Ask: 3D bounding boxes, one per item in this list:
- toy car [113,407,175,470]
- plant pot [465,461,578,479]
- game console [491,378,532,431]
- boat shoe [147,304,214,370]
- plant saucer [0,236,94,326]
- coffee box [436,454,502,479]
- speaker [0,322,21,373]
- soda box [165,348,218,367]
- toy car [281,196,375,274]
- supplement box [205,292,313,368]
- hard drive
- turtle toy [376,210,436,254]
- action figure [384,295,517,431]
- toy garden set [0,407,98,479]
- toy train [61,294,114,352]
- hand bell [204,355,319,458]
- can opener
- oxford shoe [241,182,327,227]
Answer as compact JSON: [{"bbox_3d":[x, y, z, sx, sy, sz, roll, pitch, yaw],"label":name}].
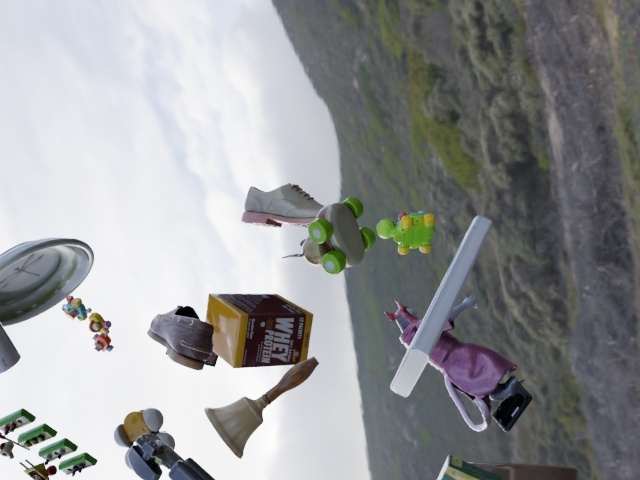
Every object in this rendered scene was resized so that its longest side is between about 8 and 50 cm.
[{"bbox_3d":[-0.517,0.593,2.224,0.182,0.159,0.136,61,-171,9],"label":"toy car"},{"bbox_3d":[0.429,0.605,1.608,0.263,0.263,0.229,51,-141,-69],"label":"plant pot"},{"bbox_3d":[0.526,0.444,1.993,0.071,0.122,0.107,22,-164,-31],"label":"game console"},{"bbox_3d":[-0.203,0.133,1.101,0.207,0.073,0.073,13,85,62],"label":"boat shoe"},{"bbox_3d":[-0.882,0.103,2.221,0.100,0.400,0.400,51,-178,18],"label":"plant saucer"},{"bbox_3d":[0.268,0.518,1.443,0.040,0.113,0.184,-52,-17,-66],"label":"coffee box"},{"bbox_3d":[-0.494,0.128,1.074,0.055,0.055,0.136,-79,-30,-65],"label":"speaker"},{"bbox_3d":[-0.383,0.337,2.232,0.169,0.053,0.060,26,-99,-50],"label":"soda box"},{"bbox_3d":[0.000,0.000,1.678,0.155,0.188,0.149,-35,-74,-46],"label":"toy car"},{"bbox_3d":[-0.153,0.213,1.784,0.191,0.194,0.129,21,106,56],"label":"supplement box"},{"bbox_3d":[0.226,0.123,1.377,0.308,0.040,0.203,-57,-12,-30],"label":"hard drive"},{"bbox_3d":[0.186,-0.024,1.588,0.066,0.130,0.095,-109,18,-54],"label":"turtle toy"},{"bbox_3d":[0.309,0.293,1.875,0.276,0.370,0.248,-49,-17,-31],"label":"action figure"},{"bbox_3d":[-0.719,0.533,1.850,0.244,0.203,0.049,47,-147,-27],"label":"toy garden set"},{"bbox_3d":[-0.570,0.210,1.795,0.166,0.125,0.046,41,-134,-3],"label":"toy train"},{"bbox_3d":[-0.104,0.317,1.506,0.126,0.242,0.126,51,172,11],"label":"hand bell"},{"bbox_3d":[-0.305,0.526,1.613,0.095,0.283,0.076,-60,-24,9],"label":"can opener"},{"bbox_3d":[-0.075,-0.116,2.385,0.140,0.396,0.147,17,-103,-70],"label":"oxford shoe"}]
